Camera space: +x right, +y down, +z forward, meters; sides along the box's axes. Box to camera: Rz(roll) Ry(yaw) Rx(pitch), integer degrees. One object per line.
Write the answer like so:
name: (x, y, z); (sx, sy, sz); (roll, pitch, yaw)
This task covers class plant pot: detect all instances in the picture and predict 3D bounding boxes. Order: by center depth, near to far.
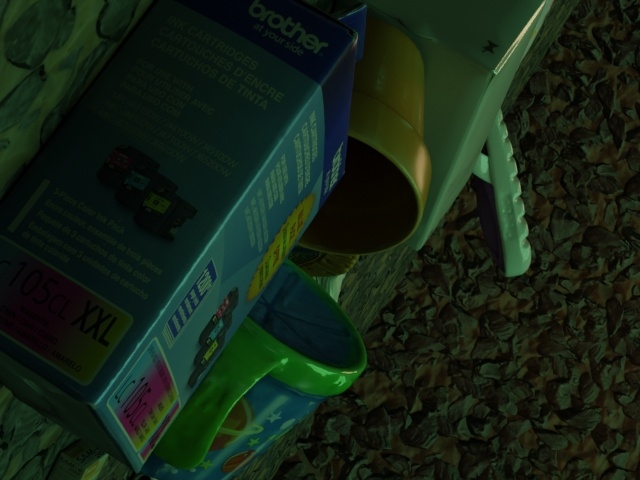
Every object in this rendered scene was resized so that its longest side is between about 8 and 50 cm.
plant pot: (0.024, -0.119, 1.367); (0.205, 0.205, 0.188); (108, 1, -55)

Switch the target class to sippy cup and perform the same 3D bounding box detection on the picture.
sippy cup: (-0.108, 0.138, 1.419); (0.224, 0.240, 0.305); (-51, 149, 17)

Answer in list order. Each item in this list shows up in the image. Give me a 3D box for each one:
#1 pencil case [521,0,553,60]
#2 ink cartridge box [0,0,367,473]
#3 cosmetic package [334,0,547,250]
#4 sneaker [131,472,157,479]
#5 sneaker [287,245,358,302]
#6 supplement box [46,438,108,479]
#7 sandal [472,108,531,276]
pencil case: (0.311, -0.380, 2.233); (0.273, 0.114, 0.124); (-66, -148, 34)
ink cartridge box: (-0.103, -0.037, 1.058); (0.395, 0.151, 0.270); (-58, 171, -17)
cosmetic package: (0.107, -0.172, 1.572); (0.155, 0.197, 0.365); (-53, 170, -32)
sneaker: (-0.242, 0.354, 1.863); (0.070, 0.051, 0.134); (-43, 158, -54)
sneaker: (0.000, 0.000, 1.920); (0.296, 0.112, 0.131); (112, -4, -52)
supplement box: (-0.275, 0.269, 1.459); (0.098, 0.036, 0.062); (-62, 171, 17)
sandal: (0.189, -0.141, 1.799); (0.102, 0.416, 0.169); (-17, -174, -3)
